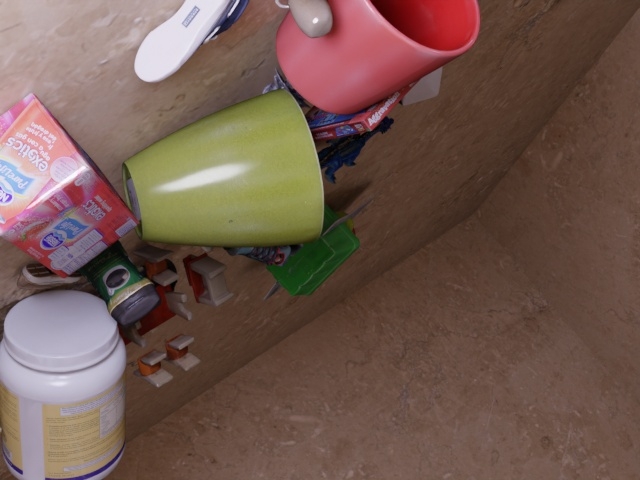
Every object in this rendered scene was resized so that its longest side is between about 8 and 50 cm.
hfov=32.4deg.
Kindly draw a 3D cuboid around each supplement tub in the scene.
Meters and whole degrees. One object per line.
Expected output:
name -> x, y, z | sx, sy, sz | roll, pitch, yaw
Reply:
supplement tub -> -0.491, 0.285, 2.100 | 0.241, 0.241, 0.331 | -28, 137, -41

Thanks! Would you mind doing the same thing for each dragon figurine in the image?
dragon figurine -> 0.043, -0.205, 2.440 | 0.289, 0.085, 0.144 | -35, 165, -37

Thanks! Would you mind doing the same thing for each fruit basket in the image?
fruit basket -> 0.000, 0.000, 2.980 | 0.327, 0.165, 0.353 | -45, -179, 28

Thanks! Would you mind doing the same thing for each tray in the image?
tray -> 0.199, -0.397, 2.086 | 0.145, 0.030, 0.270 | -22, 125, -52

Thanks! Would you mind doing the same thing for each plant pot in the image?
plant pot -> -0.179, -0.096, 1.880 | 0.293, 0.275, 0.275 | -14, 159, -17
plant pot -> 0.072, -0.341, 1.734 | 0.275, 0.275, 0.243 | -25, 172, -46

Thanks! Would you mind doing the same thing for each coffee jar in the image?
coffee jar -> -0.372, 0.066, 1.995 | 0.096, 0.184, 0.079 | -36, 167, -11

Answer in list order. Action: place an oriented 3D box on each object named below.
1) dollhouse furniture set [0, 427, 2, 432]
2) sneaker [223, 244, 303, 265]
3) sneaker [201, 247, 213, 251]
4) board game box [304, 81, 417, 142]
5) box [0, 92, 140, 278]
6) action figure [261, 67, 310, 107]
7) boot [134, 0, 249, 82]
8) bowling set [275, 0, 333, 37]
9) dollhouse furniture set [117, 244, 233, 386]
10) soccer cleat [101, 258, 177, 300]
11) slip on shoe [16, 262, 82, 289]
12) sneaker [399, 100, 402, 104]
dollhouse furniture set -> -0.693, 0.314, 2.009 | 0.182, 0.161, 0.101 | -23, 160, -53
sneaker -> -0.123, 0.004, 2.610 | 0.104, 0.125, 0.262 | -47, 165, 30
sneaker -> -0.191, -0.090, 2.125 | 0.110, 0.118, 0.292 | -26, 160, -40
board game box -> 0.051, -0.231, 1.933 | 0.145, 0.027, 0.281 | -47, -160, -23
box -> -0.390, -0.067, 1.585 | 0.154, 0.142, 0.300 | -38, 167, -5
action figure -> 0.020, -0.322, 1.967 | 0.285, 0.099, 0.185 | -26, 176, 11
boot -> -0.177, -0.293, 1.565 | 0.190, 0.069, 0.086 | -44, 164, 13
bowling set -> -0.009, -0.431, 1.486 | 0.287, 0.154, 0.200 | -44, 148, 25
dollhouse furniture set -> -0.322, 0.127, 2.294 | 0.259, 0.135, 0.262 | -30, 121, -36
soccer cleat -> -0.436, 0.146, 2.333 | 0.116, 0.108, 0.318 | 9, -133, 45
slip on shoe -> -0.487, 0.066, 1.977 | 0.041, 0.051, 0.135 | -50, 161, 22
sneaker -> 0.167, -0.362, 2.165 | 0.107, 0.124, 0.283 | -38, 167, -9
